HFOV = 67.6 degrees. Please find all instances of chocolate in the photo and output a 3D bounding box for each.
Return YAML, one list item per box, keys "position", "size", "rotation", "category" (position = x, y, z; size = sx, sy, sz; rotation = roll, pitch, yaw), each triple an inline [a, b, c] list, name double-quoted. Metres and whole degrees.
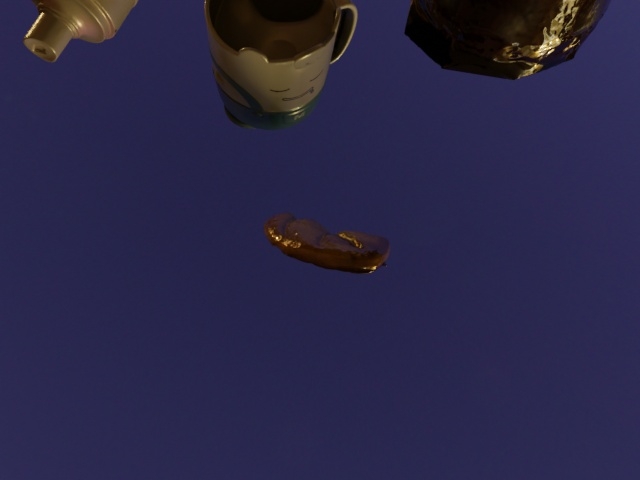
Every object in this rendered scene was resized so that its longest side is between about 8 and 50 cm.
- position: [0.350, -0.521, 0.813]
  size: [0.384, 0.331, 0.383]
  rotation: [-2, -114, 5]
  category: "chocolate"

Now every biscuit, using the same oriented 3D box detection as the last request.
- position: [-0.004, 0.001, 0.975]
  size: [0.299, 0.154, 0.045]
  rotation: [16, -62, 29]
  category: "biscuit"

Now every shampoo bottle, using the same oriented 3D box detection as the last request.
- position: [-0.198, -0.306, 0.476]
  size: [0.092, 0.092, 0.303]
  rotation: [23, -105, 0]
  category: "shampoo bottle"

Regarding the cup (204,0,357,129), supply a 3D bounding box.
- position: [-0.063, -0.354, 0.880]
  size: [0.290, 0.257, 0.219]
  rotation: [-31, -102, -17]
  category: "cup"
